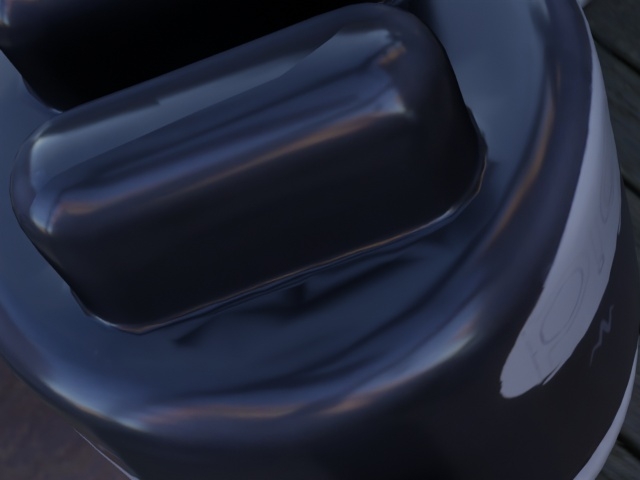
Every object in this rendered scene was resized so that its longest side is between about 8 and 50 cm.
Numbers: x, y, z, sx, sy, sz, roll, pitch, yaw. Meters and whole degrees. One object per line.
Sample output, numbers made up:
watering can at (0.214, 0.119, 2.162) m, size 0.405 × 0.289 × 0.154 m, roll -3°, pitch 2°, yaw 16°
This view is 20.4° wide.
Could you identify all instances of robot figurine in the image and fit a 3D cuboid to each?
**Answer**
robot figurine at (-0.002, 0.002, 0.502) m, size 0.173 × 0.278 × 0.209 m, roll 17°, pitch 73°, yaw 20°
